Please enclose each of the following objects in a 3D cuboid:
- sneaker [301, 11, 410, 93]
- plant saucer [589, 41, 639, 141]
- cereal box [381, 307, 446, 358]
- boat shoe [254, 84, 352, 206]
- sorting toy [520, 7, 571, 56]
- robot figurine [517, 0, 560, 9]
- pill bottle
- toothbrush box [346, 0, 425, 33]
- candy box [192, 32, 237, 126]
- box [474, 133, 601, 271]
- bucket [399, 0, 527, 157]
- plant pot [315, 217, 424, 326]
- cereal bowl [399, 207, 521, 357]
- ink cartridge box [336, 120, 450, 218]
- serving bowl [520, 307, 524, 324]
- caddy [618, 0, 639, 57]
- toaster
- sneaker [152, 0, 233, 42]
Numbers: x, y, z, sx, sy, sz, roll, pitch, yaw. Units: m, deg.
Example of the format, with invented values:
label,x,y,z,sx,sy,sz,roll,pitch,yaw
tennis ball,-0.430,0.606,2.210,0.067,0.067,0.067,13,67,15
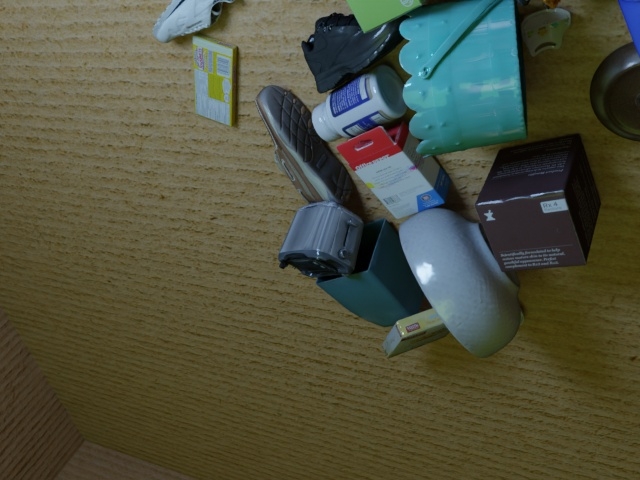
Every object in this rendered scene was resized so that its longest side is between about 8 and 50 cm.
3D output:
label,x,y,z,sx,sy,sz,roll,pitch,yaw
sneaker,0.053,-0.383,1.280,0.286,0.109,0.130,-17,110,53
plant saucer,0.569,-0.249,1.158,0.198,0.036,0.199,17,135,17
cereal box,0.249,0.215,1.619,0.240,0.172,0.047,99,151,-69
boat shoe,-0.057,-0.198,1.525,0.116,0.123,0.324,-14,117,41
sorting toy,0.388,-0.358,1.163,0.083,0.045,0.075,-17,134,9
robot figurine,0.380,-0.482,0.979,0.085,0.211,0.291,58,153,33
pill bottle,0.076,-0.274,1.379,0.186,0.112,0.112,-19,116,41
toothbrush box,0.085,-0.520,1.087,0.122,0.206,0.283,-13,120,39
candy box,-0.245,-0.368,1.552,0.105,0.027,0.206,24,136,15
box,0.421,-0.071,1.283,0.168,0.203,0.167,-7,124,36
bucket,0.253,-0.284,1.149,0.183,0.281,0.281,-5,126,19
plant pot,0.143,0.098,1.638,0.165,0.166,0.234,-18,128,41
cereal bowl,0.316,0.068,1.402,0.141,0.339,0.339,-34,107,21
ink cartridge box,0.156,-0.162,1.428,0.134,0.078,0.231,-19,126,41
serving bowl,0.449,0.173,1.610,0.083,0.027,0.083,17,135,18
caddy,0.565,-0.376,0.899,0.341,0.241,0.179,-5,131,37
toaster,0.000,0.000,1.548,0.129,0.147,0.227,30,159,-29
sneaker,-0.275,-0.483,1.432,0.094,0.090,0.235,40,139,-20
